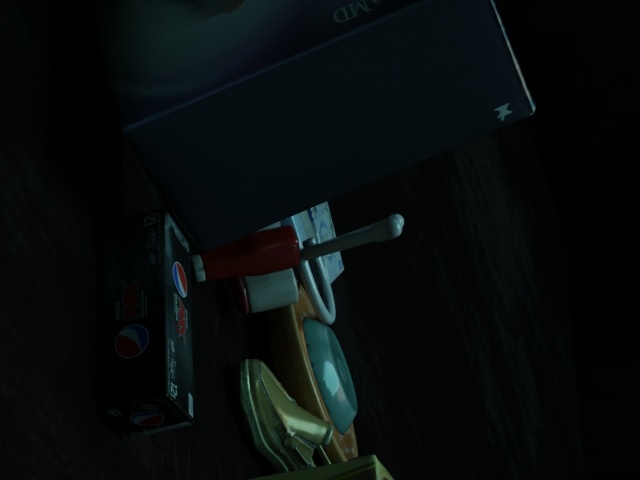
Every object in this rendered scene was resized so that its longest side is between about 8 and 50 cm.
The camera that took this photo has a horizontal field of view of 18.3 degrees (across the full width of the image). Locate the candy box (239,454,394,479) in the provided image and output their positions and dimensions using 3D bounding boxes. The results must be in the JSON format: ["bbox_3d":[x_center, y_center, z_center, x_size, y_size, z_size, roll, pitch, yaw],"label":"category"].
[{"bbox_3d":[-0.021,0.331,1.475,0.087,0.183,0.316,58,23,-56],"label":"candy box"}]

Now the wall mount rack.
[{"bbox_3d":[-0.002,-0.095,1.982,0.304,0.130,0.350,-24,94,-84],"label":"wall mount rack"}]

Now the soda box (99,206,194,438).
[{"bbox_3d":[-0.133,0.062,1.525,0.053,0.060,0.169,55,26,-53],"label":"soda box"}]

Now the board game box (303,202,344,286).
[{"bbox_3d":[0.000,0.000,2.224,0.090,0.020,0.090,-41,117,-75],"label":"board game box"}]

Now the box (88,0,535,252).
[{"bbox_3d":[-0.023,-0.197,1.592,0.183,0.296,0.294,59,9,-52],"label":"box"}]

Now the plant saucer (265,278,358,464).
[{"bbox_3d":[-0.012,0.136,1.966,0.200,0.037,0.200,-19,90,-82],"label":"plant saucer"}]

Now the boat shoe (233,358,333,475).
[{"bbox_3d":[-0.023,0.178,1.850,0.068,0.072,0.190,-87,159,-48],"label":"boat shoe"}]

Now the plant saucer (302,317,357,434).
[{"bbox_3d":[0.012,0.128,1.926,0.119,0.021,0.119,-18,90,-84],"label":"plant saucer"}]

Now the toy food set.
[{"bbox_3d":[-0.083,-0.009,1.799,0.232,0.104,0.111,89,-16,-54],"label":"toy food set"}]
